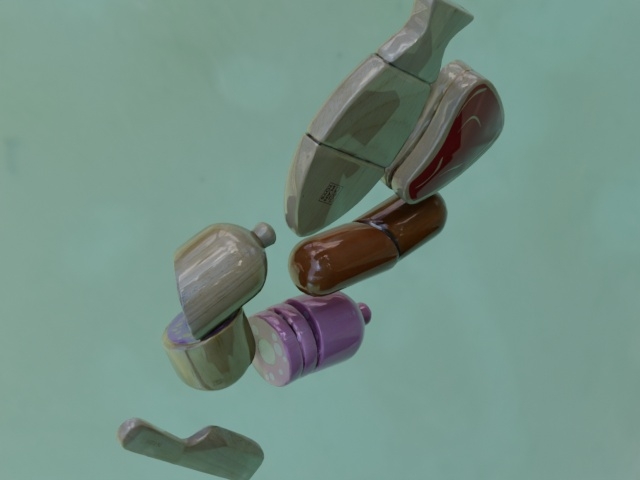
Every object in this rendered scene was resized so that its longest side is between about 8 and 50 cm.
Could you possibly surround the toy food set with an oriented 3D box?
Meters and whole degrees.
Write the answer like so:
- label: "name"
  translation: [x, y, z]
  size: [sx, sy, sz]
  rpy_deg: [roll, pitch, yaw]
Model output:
- label: "toy food set"
  translation: [0.000, 0.000, 0.384]
  size: [0.019, 0.078, 0.122]
  rpy_deg: [41, 96, 33]
